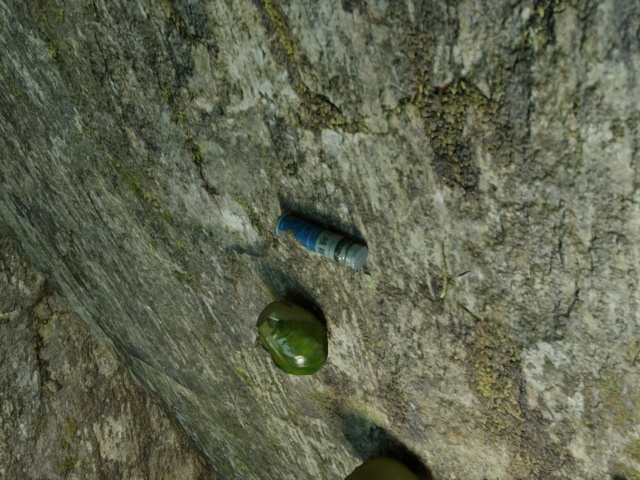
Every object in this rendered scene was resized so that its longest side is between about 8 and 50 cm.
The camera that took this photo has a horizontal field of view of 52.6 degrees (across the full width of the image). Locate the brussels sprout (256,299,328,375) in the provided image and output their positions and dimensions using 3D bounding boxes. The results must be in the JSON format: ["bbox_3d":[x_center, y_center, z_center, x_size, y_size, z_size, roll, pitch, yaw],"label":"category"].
[{"bbox_3d":[-0.059,0.220,1.469,0.180,0.144,0.161,47,-175,-24],"label":"brussels sprout"}]

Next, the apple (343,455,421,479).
[{"bbox_3d":[0.145,0.674,1.621,0.279,0.279,0.279,30,144,24],"label":"apple"}]

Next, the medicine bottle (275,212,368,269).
[{"bbox_3d":[0.000,0.000,1.234,0.191,0.051,0.051,22,141,31],"label":"medicine bottle"}]
